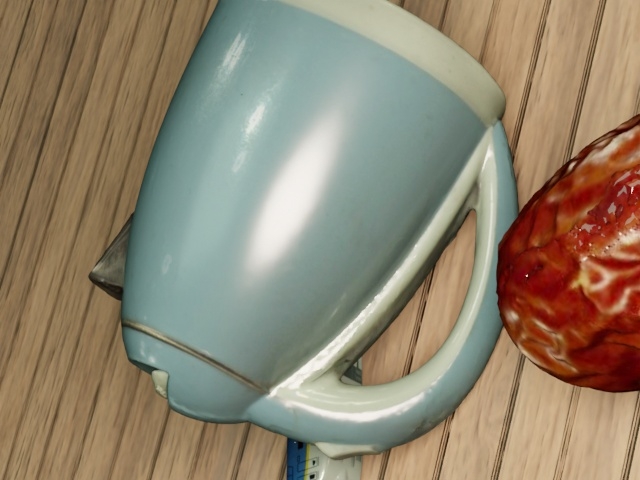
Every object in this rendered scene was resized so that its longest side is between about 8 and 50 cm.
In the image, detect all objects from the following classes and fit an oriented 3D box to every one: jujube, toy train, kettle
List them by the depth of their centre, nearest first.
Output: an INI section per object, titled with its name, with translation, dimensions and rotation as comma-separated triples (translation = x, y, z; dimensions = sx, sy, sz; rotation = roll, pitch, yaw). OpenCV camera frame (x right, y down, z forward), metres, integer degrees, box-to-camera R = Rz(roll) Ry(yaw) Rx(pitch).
[jujube]
translation = 0.235, 0.004, 1.241
dimensions = 0.243, 0.183, 0.183
rotation = -30, 49, 49
[kettle]
translation = 0.000, 0.000, 1.473
dimensions = 0.319, 0.247, 0.342
rotation = 24, 80, 12
[toy train]
translation = 0.003, 0.188, 1.519
dimensions = 0.051, 0.052, 0.234
rotation = -23, 53, 35
